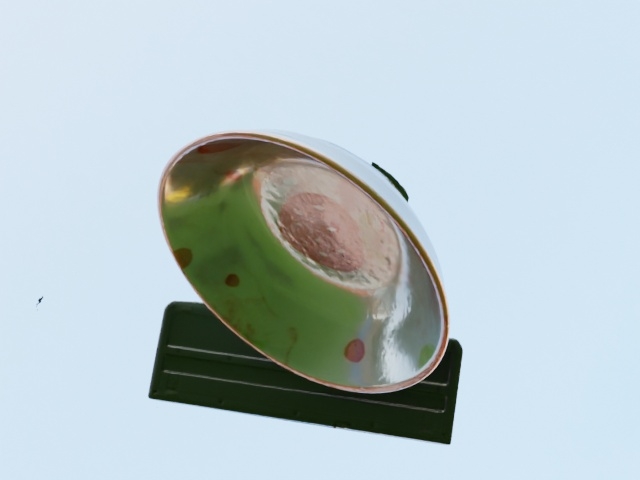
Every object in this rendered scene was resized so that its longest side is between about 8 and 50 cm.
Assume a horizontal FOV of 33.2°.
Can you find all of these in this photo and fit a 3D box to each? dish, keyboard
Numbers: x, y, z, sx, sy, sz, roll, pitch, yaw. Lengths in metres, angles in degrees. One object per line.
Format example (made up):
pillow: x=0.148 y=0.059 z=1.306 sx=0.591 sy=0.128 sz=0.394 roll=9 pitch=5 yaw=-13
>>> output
dish: x=0.000 y=0.000 z=0.851 sx=0.260 sy=0.260 sz=0.085 roll=53 pitch=-130 yaw=-18
keyboard: x=-0.069 y=0.109 z=0.957 sx=0.381 sy=0.041 sz=0.103 roll=9 pitch=-101 yaw=4
